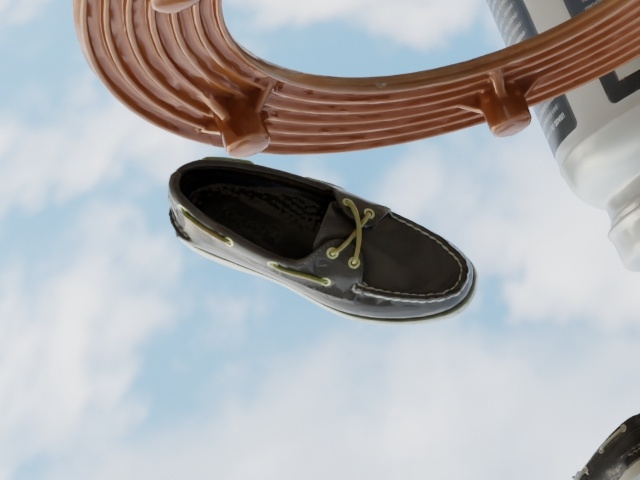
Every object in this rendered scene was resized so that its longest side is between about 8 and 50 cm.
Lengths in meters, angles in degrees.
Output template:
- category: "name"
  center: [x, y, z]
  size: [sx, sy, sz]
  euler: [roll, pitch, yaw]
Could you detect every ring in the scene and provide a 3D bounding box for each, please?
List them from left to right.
- category: "ring"
  center: [0.067, -0.114, 0.690]
  size: [0.336, 0.336, 0.032]
  euler: [-21, -112, 7]

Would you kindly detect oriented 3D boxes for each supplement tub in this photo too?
- category: "supplement tub"
  center: [0.210, -0.137, 1.034]
  size: [0.191, 0.191, 0.272]
  euler: [-23, -103, 5]

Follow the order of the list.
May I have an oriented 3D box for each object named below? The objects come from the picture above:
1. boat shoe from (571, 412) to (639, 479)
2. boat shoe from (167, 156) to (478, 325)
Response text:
- category: "boat shoe"
  center: [0.170, 0.148, 1.011]
  size: [0.046, 0.125, 0.038]
  euler: [-5, -124, -25]
- category: "boat shoe"
  center: [0.000, 0.000, 1.182]
  size: [0.227, 0.069, 0.081]
  euler: [15, -108, 9]
